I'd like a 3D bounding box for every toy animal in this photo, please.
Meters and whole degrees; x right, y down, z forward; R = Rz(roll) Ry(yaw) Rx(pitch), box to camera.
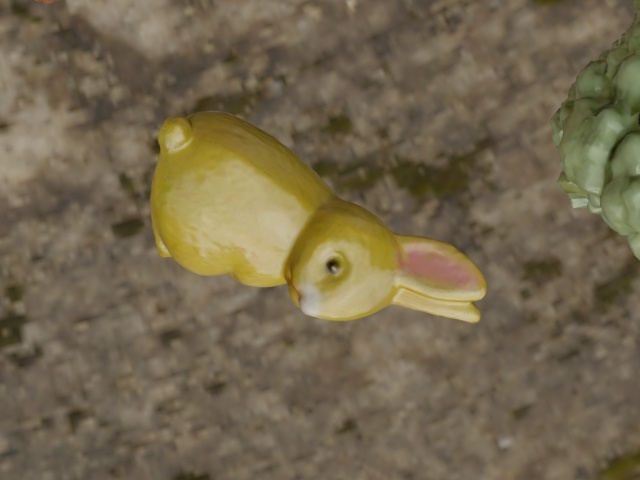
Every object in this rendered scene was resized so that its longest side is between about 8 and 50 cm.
[{"bbox_3d":[-0.001,0.000,0.860,0.070,0.159,0.083,-54,160,-24],"label":"toy animal"}]

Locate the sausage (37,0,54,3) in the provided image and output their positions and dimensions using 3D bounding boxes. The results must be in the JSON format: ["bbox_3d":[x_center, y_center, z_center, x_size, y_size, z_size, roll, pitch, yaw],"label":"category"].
[{"bbox_3d":[-0.192,-0.217,0.744,0.087,0.079,0.326,-39,121,15],"label":"sausage"}]

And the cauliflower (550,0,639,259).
[{"bbox_3d":[0.218,-0.060,0.814,0.327,0.260,0.281,-21,160,-34],"label":"cauliflower"}]
